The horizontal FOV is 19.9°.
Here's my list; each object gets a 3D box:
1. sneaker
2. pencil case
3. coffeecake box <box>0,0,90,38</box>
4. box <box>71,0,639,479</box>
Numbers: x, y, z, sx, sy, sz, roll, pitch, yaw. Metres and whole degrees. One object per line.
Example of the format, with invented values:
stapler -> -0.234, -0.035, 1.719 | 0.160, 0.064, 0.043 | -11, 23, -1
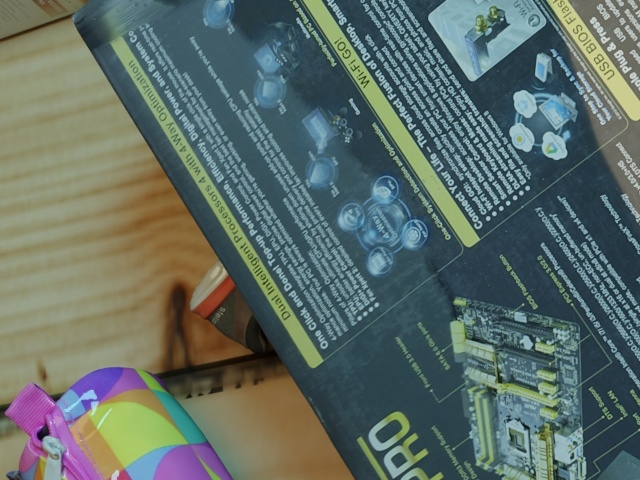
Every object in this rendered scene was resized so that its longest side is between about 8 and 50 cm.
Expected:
sneaker -> 0.000, 0.000, 1.026 | 0.065, 0.061, 0.158 | 44, 92, 4
pencil case -> -0.073, 0.171, 0.954 | 0.104, 0.104, 0.236 | -43, 60, 2
coffeecake box -> -0.228, -0.204, 1.190 | 0.185, 0.068, 0.142 | -16, 64, 17
box -> 0.100, -0.048, 0.891 | 0.318, 0.097, 0.395 | -38, 73, 16
